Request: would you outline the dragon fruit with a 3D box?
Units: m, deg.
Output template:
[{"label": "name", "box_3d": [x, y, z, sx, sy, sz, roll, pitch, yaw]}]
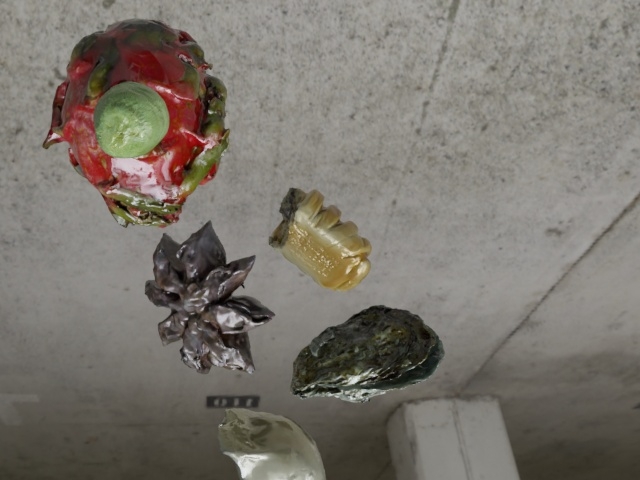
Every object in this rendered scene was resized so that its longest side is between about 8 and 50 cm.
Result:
[{"label": "dragon fruit", "box_3d": [-0.258, -0.172, 0.968, 0.237, 0.303, 0.231, -5, 172, -42]}]

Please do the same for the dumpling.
[{"label": "dumpling", "box_3d": [-0.055, 0.290, 0.896, 0.111, 0.155, 0.181, -20, 121, 2]}]

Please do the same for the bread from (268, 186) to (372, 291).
[{"label": "bread", "box_3d": [0.000, 0.000, 1.013, 0.177, 0.084, 0.119, 42, 127, -4]}]

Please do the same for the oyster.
[{"label": "oyster", "box_3d": [0.071, 0.242, 1.332, 0.350, 0.162, 0.158, -25, 114, 21]}]

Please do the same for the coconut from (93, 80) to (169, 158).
[{"label": "coconut", "box_3d": [-0.219, -0.139, 0.766, 0.087, 0.096, 0.088, 1, 110, 2]}]

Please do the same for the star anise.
[{"label": "star anise", "box_3d": [-0.233, 0.122, 1.296, 0.331, 0.332, 0.117, -31, 173, 31]}]
